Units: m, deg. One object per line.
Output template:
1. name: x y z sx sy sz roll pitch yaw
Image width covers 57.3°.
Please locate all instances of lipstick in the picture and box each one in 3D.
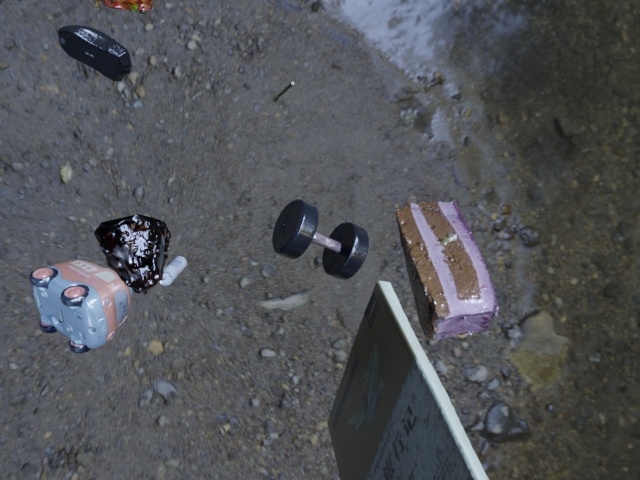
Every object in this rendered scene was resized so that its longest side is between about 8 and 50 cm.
1. lipstick: -0.387 0.077 1.538 0.040 0.141 0.040 1 105 3

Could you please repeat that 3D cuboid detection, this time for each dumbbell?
1. dumbbell: 0.000 0.000 1.522 0.218 0.152 0.152 23 80 -26

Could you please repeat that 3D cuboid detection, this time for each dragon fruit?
1. dragon fruit: -0.458 -0.594 1.402 0.147 0.096 0.102 -5 124 -29

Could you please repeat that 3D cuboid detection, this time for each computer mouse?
1. computer mouse: -0.648 -0.553 1.699 0.217 0.122 0.073 30 54 -10

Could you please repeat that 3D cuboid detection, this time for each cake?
1. cake: 0.196 0.042 0.949 0.116 0.112 0.295 -4 44 -1

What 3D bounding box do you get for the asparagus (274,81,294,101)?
1. asparagus: -0.120 -0.483 1.901 0.016 0.163 0.016 16 76 -24

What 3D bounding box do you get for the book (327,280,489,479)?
1. book: 0.065 0.204 0.575 0.021 0.310 0.217 11 112 -13

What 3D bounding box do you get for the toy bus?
1. toy bus: -0.671 0.167 1.677 0.232 0.288 0.194 -35 139 -51

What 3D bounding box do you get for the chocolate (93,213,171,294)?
1. chocolate: -0.369 0.040 1.186 0.156 0.156 0.133 -8 64 -17
